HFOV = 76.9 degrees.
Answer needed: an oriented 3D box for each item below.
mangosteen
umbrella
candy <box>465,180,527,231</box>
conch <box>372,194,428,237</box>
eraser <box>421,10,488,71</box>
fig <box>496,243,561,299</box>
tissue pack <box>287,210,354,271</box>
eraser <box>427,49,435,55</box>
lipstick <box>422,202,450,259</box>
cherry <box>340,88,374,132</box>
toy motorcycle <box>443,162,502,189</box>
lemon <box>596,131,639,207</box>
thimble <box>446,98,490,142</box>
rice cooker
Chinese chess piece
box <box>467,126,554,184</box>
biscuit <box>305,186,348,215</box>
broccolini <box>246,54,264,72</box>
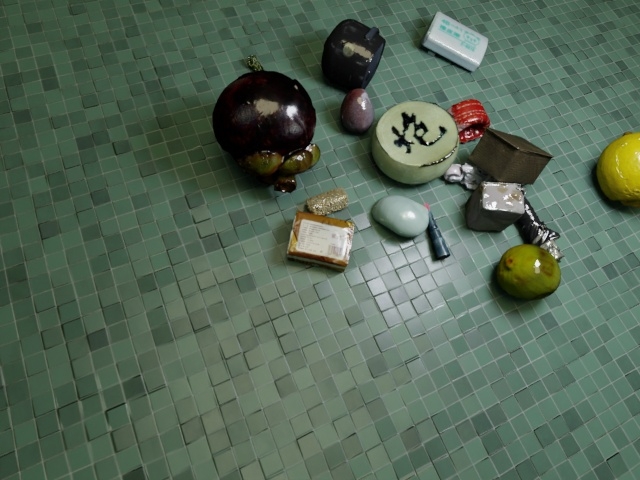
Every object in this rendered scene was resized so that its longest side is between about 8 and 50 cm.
[{"bbox_3d":[-0.172,-0.408,1.469,0.421,0.381,0.381,44,69,-4],"label":"mangosteen"},{"bbox_3d":[0.851,-0.069,1.609,0.106,0.113,0.358,-13,69,-14],"label":"umbrella"},{"bbox_3d":[0.681,-0.131,1.567,0.184,0.195,0.137,5,66,-2],"label":"candy"},{"bbox_3d":[0.314,-0.107,1.559,0.221,0.121,0.185,23,38,6],"label":"conch"},{"bbox_3d":[0.635,-0.942,1.908,0.289,0.104,0.189,25,65,-5],"label":"eraser"},{"bbox_3d":[0.777,0.122,1.476,0.229,0.207,0.207,23,68,2],"label":"fig"},{"bbox_3d":[0.000,0.000,1.475,0.226,0.092,0.183,11,68,-2],"label":"tissue pack"},{"bbox_3d":[0.552,-0.931,1.950,0.038,0.019,0.083,29,68,2],"label":"eraser"},{"bbox_3d":[0.445,-0.042,1.574,0.053,0.053,0.234,-9,69,-11],"label":"lipstick"},{"bbox_3d":[0.151,-0.533,1.662,0.139,0.176,0.176,-13,70,7],"label":"cherry"},{"bbox_3d":[0.636,-0.272,1.659,0.254,0.112,0.113,6,68,-4],"label":"toy motorcycle"},{"bbox_3d":[1.306,-0.296,1.666,0.296,0.297,0.297,3,69,-7],"label":"lemon"},{"bbox_3d":[0.616,-0.506,1.717,0.189,0.163,0.125,-12,69,-12],"label":"thimble"},{"bbox_3d":[0.136,-0.790,1.720,0.224,0.267,0.267,29,68,7],"label":"rice cooker"},{"bbox_3d":[0.379,-0.398,1.623,0.349,0.146,0.350,-1,65,3],"label":"Chinese chess piece"},{"bbox_3d":[0.756,-0.330,1.602,0.273,0.143,0.184,-1,39,-35],"label":"box"},{"bbox_3d":[0.026,-0.145,1.548,0.168,0.070,0.082,-18,64,-12],"label":"biscuit"},{"bbox_3d":[-0.239,-0.705,1.746,0.054,0.051,0.239,-35,84,-25],"label":"broccolini"}]
